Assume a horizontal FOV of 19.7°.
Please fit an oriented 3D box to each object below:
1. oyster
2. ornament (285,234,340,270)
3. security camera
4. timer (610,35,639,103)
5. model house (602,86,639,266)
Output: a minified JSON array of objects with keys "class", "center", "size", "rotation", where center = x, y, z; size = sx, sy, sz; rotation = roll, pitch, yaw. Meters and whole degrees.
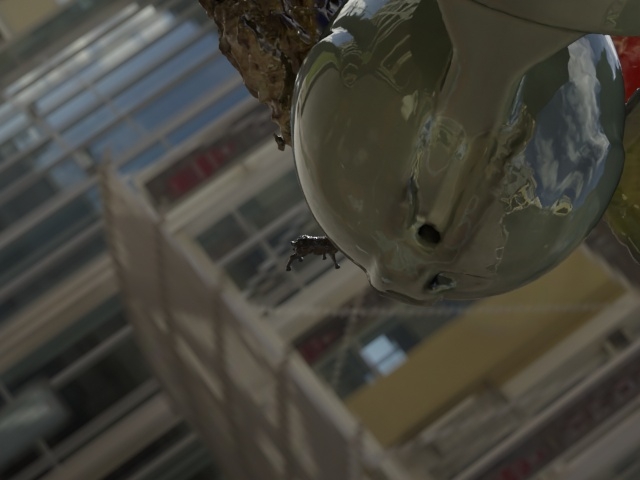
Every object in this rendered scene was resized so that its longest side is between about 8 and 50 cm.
[{"class":"oyster","center":[-0.009,-0.119,1.085],"size":[0.056,0.105,0.177],"rotation":[-35,-115,56]},{"class":"ornament","center":[0.000,0.000,2.275],"size":[0.125,0.073,0.028],"rotation":[111,-26,-59]},{"class":"security camera","center":[0.081,-0.098,0.823],"size":[0.191,0.197,0.277],"rotation":[-77,-176,-58]},{"class":"timer","center":[0.192,-0.237,1.638],"size":[0.378,0.279,0.378],"rotation":[-175,-90,-86]},{"class":"model house","center":[0.312,-0.073,1.129],"size":[0.266,0.261,0.321],"rotation":[0,-5,41]}]
